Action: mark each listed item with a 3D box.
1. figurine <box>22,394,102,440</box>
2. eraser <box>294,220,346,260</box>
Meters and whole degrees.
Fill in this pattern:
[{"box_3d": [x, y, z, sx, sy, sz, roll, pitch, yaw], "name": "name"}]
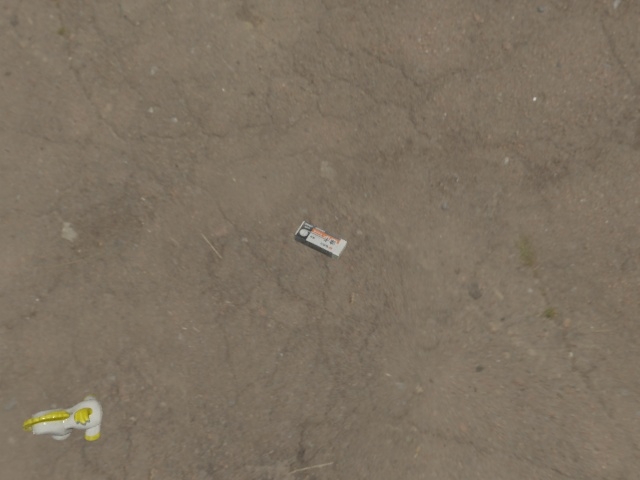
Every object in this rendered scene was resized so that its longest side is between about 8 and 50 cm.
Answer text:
[{"box_3d": [-0.600, 0.419, 1.380, 0.178, 0.129, 0.109, -9, 70, -1], "name": "figurine"}, {"box_3d": [0.000, 0.000, 1.456, 0.122, 0.029, 0.052, 26, 58, 12], "name": "eraser"}]
